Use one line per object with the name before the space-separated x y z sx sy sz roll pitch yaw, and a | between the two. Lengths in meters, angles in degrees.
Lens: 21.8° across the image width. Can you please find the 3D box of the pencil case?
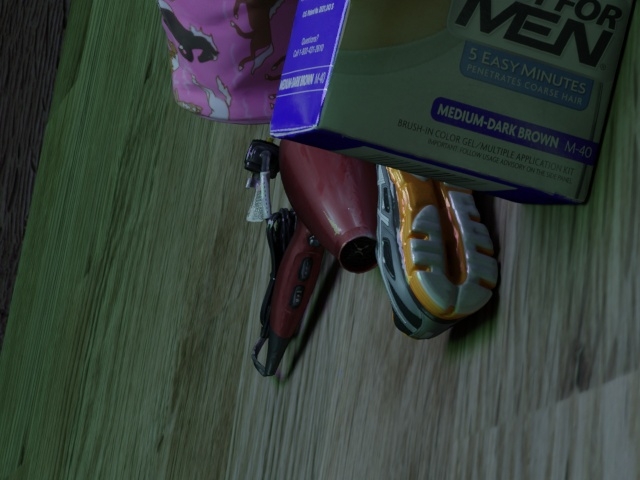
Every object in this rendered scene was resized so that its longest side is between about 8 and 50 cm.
pencil case | -0.069 -0.289 1.440 0.160 0.167 0.386 -48 -39 -46

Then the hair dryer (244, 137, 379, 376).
hair dryer | 0.000 0.000 1.413 0.293 0.080 0.223 158 109 -74

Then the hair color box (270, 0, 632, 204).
hair color box | 0.104 -0.207 1.039 0.110 0.185 0.338 -178 101 -71

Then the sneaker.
sneaker | 0.070 -0.028 1.170 0.083 0.084 0.214 121 155 -53
